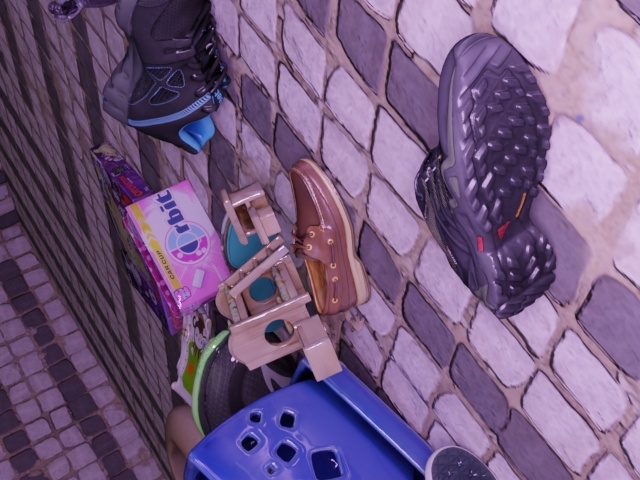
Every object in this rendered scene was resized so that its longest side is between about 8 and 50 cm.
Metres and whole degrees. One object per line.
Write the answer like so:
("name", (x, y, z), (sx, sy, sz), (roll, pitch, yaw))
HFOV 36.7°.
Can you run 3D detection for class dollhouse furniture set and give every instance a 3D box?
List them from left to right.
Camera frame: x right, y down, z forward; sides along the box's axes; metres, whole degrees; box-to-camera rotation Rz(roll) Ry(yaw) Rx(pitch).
("dollhouse furniture set", (-0.070, 0.050, 1.009), (0.182, 0.101, 0.161), (-120, 7, -64))

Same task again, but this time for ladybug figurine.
("ladybug figurine", (-0.165, 0.432, 1.777), (0.305, 0.161, 0.449), (58, 158, 15))

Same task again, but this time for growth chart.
("growth chart", (-0.222, 0.173, 1.678), (0.172, 0.021, 0.237), (2, 87, 64))

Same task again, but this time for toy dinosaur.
("toy dinosaur", (0.016, 0.088, 1.138), (0.092, 0.053, 0.183), (-127, 25, -67))

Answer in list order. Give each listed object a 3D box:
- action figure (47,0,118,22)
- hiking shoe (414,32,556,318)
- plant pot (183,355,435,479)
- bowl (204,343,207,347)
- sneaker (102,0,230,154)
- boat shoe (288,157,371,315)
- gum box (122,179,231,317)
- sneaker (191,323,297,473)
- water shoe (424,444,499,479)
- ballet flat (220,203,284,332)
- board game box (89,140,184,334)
("action figure", (-0.364, -0.401, 1.367), (0.285, 0.099, 0.185), (36, 151, 56))
("hiking shoe", (0.103, -0.048, 0.702), (0.114, 0.086, 0.227), (34, 145, 46))
("plant pot", (-0.007, 0.282, 1.127), (0.236, 0.212, 0.236), (42, 154, 12))
("bowl", (-0.119, 0.225, 1.563), (0.142, 0.053, 0.142), (16, 130, 50))
("sneaker", (-0.156, -0.224, 1.108), (0.139, 0.125, 0.341), (33, 153, 1))
("boat shoe", (0.000, 0.000, 1.032), (0.064, 0.060, 0.178), (20, 132, 61))
("gum box", (-0.210, 0.016, 1.476), (0.188, 0.107, 0.062), (60, 159, 7))
("sneaker", (-0.024, 0.321, 1.364), (0.202, 0.185, 0.483), (2, 121, 47))
("water shoe", (0.170, 0.305, 0.977), (0.203, 0.073, 0.080), (54, 159, 24))
("ballet flat", (-0.088, 0.021, 1.263), (0.079, 0.076, 0.222), (-112, 9, -53))
("board game box", (-0.350, -0.001, 1.869), (0.208, 0.056, 0.347), (38, 147, 41))
